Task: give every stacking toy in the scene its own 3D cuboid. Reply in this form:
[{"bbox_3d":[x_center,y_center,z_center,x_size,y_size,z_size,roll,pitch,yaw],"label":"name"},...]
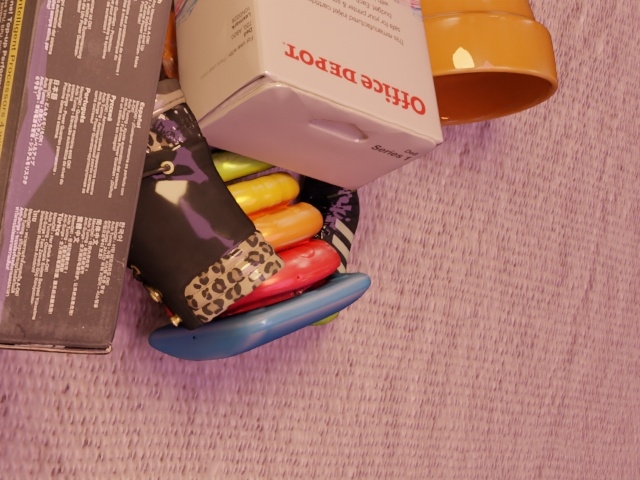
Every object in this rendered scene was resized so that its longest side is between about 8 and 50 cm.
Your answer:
[{"bbox_3d":[-0.089,-0.058,0.947,0.166,0.175,0.302,-20,95,-43],"label":"stacking toy"}]

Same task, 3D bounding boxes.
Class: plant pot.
[{"bbox_3d":[0.125,-0.230,1.060,0.205,0.205,0.188,2,80,-40],"label":"plant pot"}]

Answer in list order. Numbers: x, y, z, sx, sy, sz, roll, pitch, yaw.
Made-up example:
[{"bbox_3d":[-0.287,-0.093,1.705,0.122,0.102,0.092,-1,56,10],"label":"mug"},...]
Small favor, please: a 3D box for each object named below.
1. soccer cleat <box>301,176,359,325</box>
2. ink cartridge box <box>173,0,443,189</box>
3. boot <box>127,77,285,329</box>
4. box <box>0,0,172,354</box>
[{"bbox_3d":[0.000,0.000,1.059,0.072,0.060,0.179,-12,108,-61],"label":"soccer cleat"},{"bbox_3d":[-0.017,-0.204,0.913,0.201,0.117,0.278,15,59,-40],"label":"ink cartridge box"},{"bbox_3d":[-0.162,0.006,0.821,0.236,0.085,0.178,-33,97,13],"label":"boot"},{"bbox_3d":[-0.222,-0.148,0.693,0.097,0.318,0.395,9,90,-41],"label":"box"}]
